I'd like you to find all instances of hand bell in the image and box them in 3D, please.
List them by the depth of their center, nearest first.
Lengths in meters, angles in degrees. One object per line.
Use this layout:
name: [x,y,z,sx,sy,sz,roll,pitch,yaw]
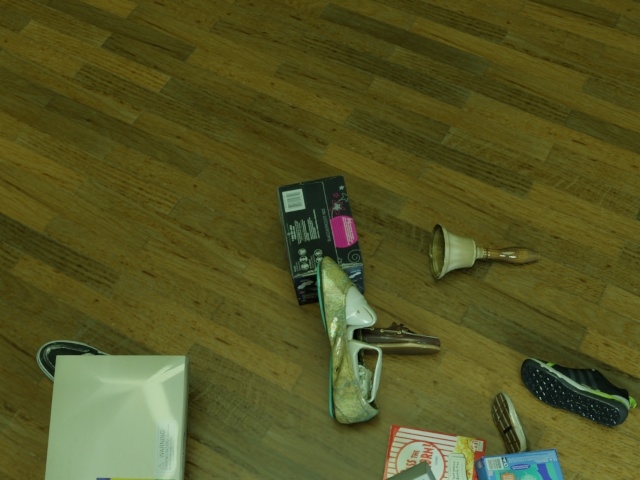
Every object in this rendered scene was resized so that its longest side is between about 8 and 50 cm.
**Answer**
hand bell: [0.381,0.028,1.862,0.242,0.126,0.126,2,59,-8]

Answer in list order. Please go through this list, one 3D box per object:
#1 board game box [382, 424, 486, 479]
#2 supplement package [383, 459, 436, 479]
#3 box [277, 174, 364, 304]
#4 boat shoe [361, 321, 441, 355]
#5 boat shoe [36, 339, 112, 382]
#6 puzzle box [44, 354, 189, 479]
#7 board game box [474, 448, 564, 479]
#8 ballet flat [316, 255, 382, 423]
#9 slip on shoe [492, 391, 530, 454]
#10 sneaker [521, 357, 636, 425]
board game box: [0.225,0.458,1.636,0.194,0.045,0.146,7,60,8]
supplement package: [0.143,0.506,1.538,0.179,0.105,0.105,-28,84,6]
box: [0.000,0.000,1.870,0.163,0.142,0.247,-11,58,-1]
boat shoe: [0.156,0.209,1.772,0.207,0.073,0.073,1,65,5]
boat shoe: [-0.487,0.284,1.758,0.301,0.102,0.108,24,64,17]
puzzle box: [-0.407,0.433,1.632,0.272,0.052,0.408,0,76,4]
board game box: [0.398,0.513,1.564,0.160,0.047,0.210,-2,61,-14]
ballet flat: [0.068,0.202,1.695,0.123,0.123,0.348,-5,87,1]
slip on shoe: [0.393,0.376,1.678,0.041,0.051,0.135,14,42,-34]
sneaker: [0.532,0.303,1.703,0.235,0.084,0.097,27,41,17]
